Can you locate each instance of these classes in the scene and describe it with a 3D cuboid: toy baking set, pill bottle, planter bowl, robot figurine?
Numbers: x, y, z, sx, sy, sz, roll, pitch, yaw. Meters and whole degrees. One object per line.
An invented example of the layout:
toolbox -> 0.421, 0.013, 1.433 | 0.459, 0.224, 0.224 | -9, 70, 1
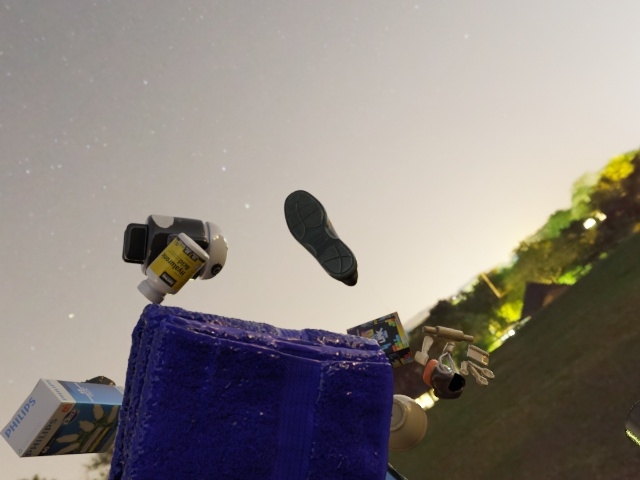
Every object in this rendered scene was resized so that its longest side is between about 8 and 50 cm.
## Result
toy baking set -> 0.345, 0.289, 1.666 | 0.256, 0.196, 0.030 | 17, -64, -18
pill bottle -> -0.245, 0.049, 1.067 | 0.116, 0.065, 0.065 | -48, -14, -4
planter bowl -> 0.219, 0.519, 1.875 | 0.162, 0.162, 0.109 | -36, -39, 1
robot figurine -> -0.392, 0.023, 1.757 | 0.278, 0.209, 0.173 | 7, -64, -21

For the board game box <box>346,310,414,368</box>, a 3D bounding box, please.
board game box -> 0.141, 0.252, 1.571 | 0.141, 0.048, 0.170 | -20, 22, 4

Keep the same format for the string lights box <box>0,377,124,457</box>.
string lights box -> -0.503, 0.365, 1.324 | 0.133, 0.077, 0.260 | -54, -24, -1

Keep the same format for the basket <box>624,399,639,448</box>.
basket -> 0.810, 0.447, 1.415 | 0.204, 0.154, 0.227 | -32, 11, 13

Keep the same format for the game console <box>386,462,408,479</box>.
game console -> 0.031, 0.477, 1.398 | 0.250, 0.173, 0.293 | -19, 23, -26

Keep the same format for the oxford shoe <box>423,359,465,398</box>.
oxford shoe -> 0.411, 0.460, 2.037 | 0.271, 0.098, 0.096 | 41, -109, -53

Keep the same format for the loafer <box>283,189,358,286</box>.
loafer -> 0.000, 0.000, 1.444 | 0.096, 0.267, 0.084 | -32, -34, -2

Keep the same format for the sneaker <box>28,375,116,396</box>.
sneaker -> -0.691, 0.434, 1.807 | 0.118, 0.222, 0.083 | -70, -16, -54

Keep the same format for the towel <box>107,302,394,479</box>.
towel -> -0.056, 0.197, 0.690 | 0.308, 0.227, 0.076 | 14, -21, -29
